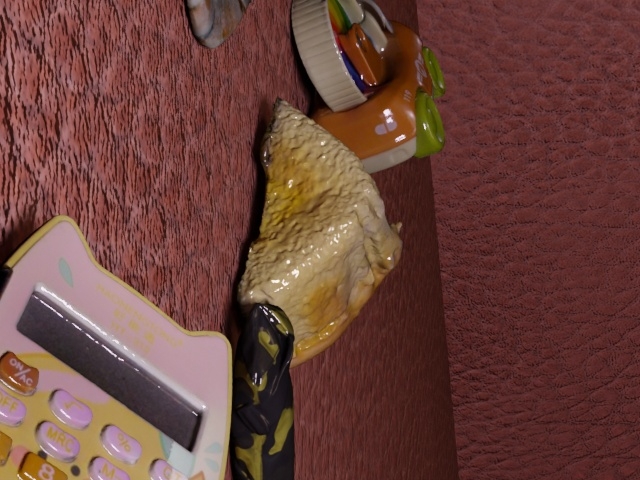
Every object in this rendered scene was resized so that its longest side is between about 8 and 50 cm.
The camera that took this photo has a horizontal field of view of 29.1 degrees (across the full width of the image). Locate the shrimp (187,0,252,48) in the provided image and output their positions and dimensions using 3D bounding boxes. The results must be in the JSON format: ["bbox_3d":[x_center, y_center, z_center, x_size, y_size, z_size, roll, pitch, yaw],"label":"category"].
[{"bbox_3d":[-0.083,-0.250,1.004,0.195,0.035,0.147,-75,157,-54],"label":"shrimp"}]

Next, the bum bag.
[{"bbox_3d":[-0.045,0.158,1.024,0.106,0.060,0.232,-83,169,-65],"label":"bum bag"}]

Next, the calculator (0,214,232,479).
[{"bbox_3d":[-0.114,0.102,0.561,0.157,0.033,0.236,42,35,-23],"label":"calculator"}]

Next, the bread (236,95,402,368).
[{"bbox_3d":[0.008,-0.005,1.147,0.174,0.133,0.251,72,19,-50],"label":"bread"}]

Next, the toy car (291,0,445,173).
[{"bbox_3d":[0.039,-0.202,1.412,0.235,0.145,0.235,52,29,-44],"label":"toy car"}]
